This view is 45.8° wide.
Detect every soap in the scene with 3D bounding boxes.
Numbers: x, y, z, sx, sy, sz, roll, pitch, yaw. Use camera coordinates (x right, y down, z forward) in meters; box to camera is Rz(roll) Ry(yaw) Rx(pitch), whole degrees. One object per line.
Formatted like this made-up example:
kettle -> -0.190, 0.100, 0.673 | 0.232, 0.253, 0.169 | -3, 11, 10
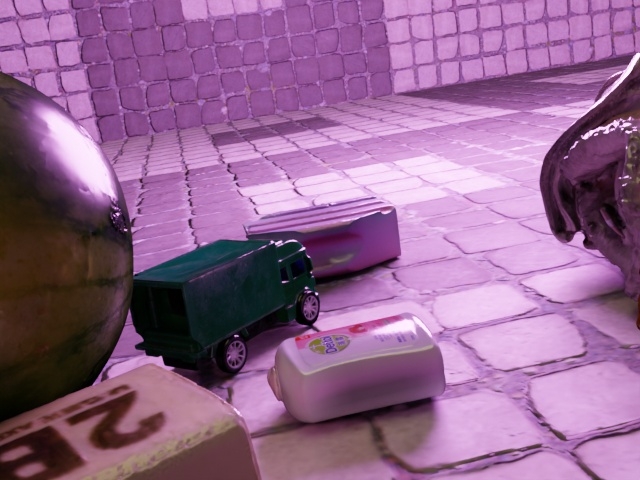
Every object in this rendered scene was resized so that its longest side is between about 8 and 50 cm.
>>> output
soap -> 0.000, 0.000, 0.730 | 0.149, 0.056, 0.100 | -11, 13, -12

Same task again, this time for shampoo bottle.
shampoo bottle -> 0.017, 0.076, 0.455 | 0.099, 0.043, 0.072 | -10, 15, -8

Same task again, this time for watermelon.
watermelon -> -0.233, 0.014, 0.443 | 0.242, 0.242, 0.242 | -8, 15, 2

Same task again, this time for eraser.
eraser -> -0.127, 0.119, 0.347 | 0.172, 0.058, 0.117 | -19, 17, -32

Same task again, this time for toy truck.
toy truck -> -0.065, 0.043, 0.561 | 0.065, 0.079, 0.147 | 2, 16, 36

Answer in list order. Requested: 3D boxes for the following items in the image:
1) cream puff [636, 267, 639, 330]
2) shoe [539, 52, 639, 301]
cream puff -> 0.231, 0.036, 0.405 | 0.122, 0.094, 0.116 | 25, 33, 24
shoe -> 0.273, -0.070, 0.612 | 0.198, 0.172, 0.351 | -12, 13, -1
